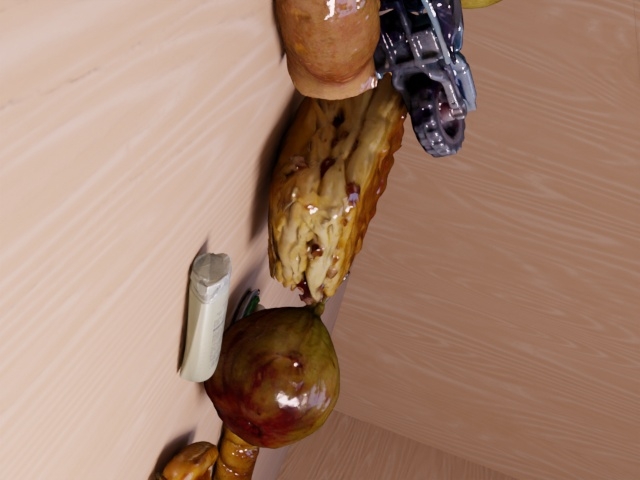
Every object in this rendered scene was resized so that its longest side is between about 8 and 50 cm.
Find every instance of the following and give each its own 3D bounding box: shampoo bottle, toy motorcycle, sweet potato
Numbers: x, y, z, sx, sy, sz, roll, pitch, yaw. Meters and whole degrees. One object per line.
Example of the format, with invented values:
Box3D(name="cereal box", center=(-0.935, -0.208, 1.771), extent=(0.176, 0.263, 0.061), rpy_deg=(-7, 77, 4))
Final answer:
Box3D(name="shampoo bottle", center=(-0.148, 0.103, 1.167), extent=(0.072, 0.049, 0.212), rpy_deg=(-59, 169, -45))
Box3D(name="toy motorcycle", center=(0.136, -0.328, 1.267), extent=(0.416, 0.172, 0.232), rpy_deg=(62, 37, -28))
Box3D(name="sweet potato", center=(0.008, -0.267, 1.039), extent=(0.336, 0.131, 0.131), rpy_deg=(79, 31, -76))

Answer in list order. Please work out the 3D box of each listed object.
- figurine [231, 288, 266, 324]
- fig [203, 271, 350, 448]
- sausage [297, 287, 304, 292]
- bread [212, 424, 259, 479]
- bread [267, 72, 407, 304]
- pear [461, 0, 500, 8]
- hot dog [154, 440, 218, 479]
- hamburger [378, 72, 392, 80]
Box3D(name="figurine", center=(-0.069, 0.163, 1.551), extent=(0.132, 0.154, 0.132), rpy_deg=(19, 90, -84))
Box3D(name="fig", center=(-0.033, 0.167, 1.434), extent=(0.321, 0.217, 0.217), rpy_deg=(-51, 164, -32))
Box3D(name="sausage", center=(0.023, -0.029, 2.122), extent=(0.087, 0.079, 0.326), rpy_deg=(-4, -116, 68))
Box3D(name="bread", center=(-0.174, 0.463, 1.894), extent=(0.124, 0.084, 0.344), rpy_deg=(-62, 170, -51))
Box3D(name="bread", center=(0.009, -0.093, 1.385), extent=(0.277, 0.167, 0.324), rpy_deg=(99, 15, -55))
Box3D(name="pear", center=(0.267, -0.566, 1.638), extent=(0.304, 0.304, 0.303), rpy_deg=(20, 90, -84))
Box3D(name="hot dog", center=(-0.206, 0.363, 1.384), extent=(0.249, 0.068, 0.100), rpy_deg=(69, 30, -84))
Box3D(name="hamburger", center=(0.121, -0.334, 1.868), extent=(0.182, 0.118, 0.191), rpy_deg=(21, 92, -81))
